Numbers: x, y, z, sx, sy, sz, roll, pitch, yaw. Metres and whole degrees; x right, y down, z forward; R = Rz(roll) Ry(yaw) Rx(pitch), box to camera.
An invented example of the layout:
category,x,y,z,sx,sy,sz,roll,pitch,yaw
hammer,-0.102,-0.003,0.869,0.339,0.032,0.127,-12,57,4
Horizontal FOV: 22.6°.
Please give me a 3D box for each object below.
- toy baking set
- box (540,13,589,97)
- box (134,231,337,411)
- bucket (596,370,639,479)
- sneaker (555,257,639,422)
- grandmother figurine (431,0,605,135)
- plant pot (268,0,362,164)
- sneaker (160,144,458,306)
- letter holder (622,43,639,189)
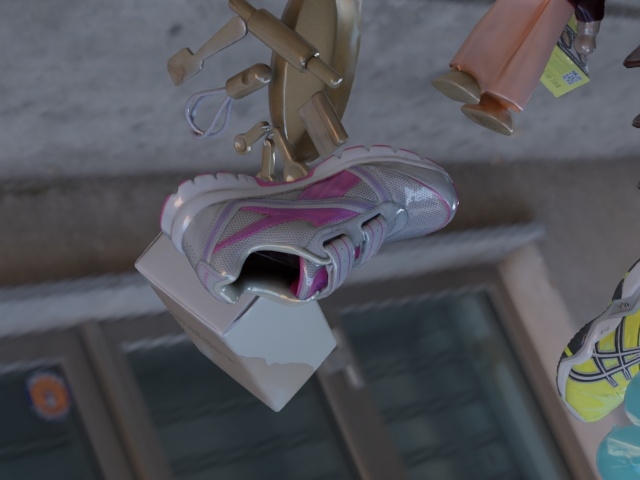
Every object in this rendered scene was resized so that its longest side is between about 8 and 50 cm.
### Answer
category,x,y,z,sx,sy,sz,roll,pitch,yaw
toy baking set,-0.074,-0.155,1.692,0.030,0.256,0.196,-21,146,-44
box,0.306,-0.305,2.110,0.058,0.232,0.087,-26,132,31
box,-0.091,0.075,1.857,0.121,0.148,0.311,-49,158,-10
bucket,0.369,0.200,1.433,0.281,0.183,0.281,-46,150,-37
sneaker,0.476,0.166,2.388,0.145,0.147,0.384,-14,146,-31
grandmother figurine,0.272,-0.292,1.887,0.208,0.104,0.342,38,81,-45
plant pot,-0.008,-0.202,1.787,0.032,0.236,0.236,13,175,18
sneaker,0.000,0.000,1.332,0.252,0.111,0.103,-12,144,-12
letter holder,0.482,-0.177,1.877,0.214,0.152,0.302,-41,-166,-21
